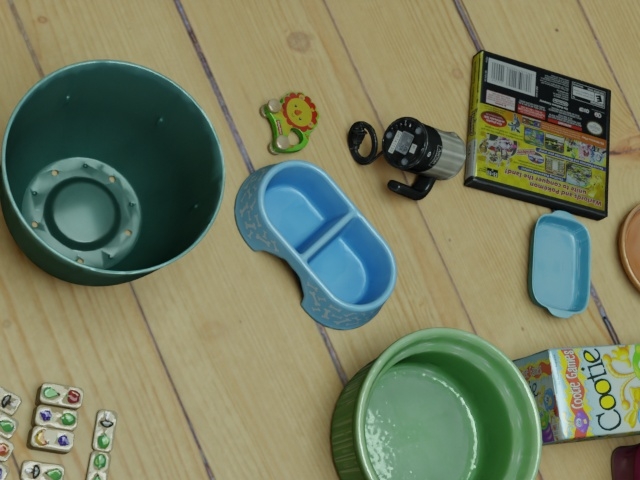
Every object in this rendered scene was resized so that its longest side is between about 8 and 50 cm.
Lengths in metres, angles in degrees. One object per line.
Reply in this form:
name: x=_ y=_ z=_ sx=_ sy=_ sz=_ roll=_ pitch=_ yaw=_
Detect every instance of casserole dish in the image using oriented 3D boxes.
casserole dish: x=0.401 y=0.043 z=2.001 sx=0.114 sy=0.037 sz=0.188 roll=13 pitch=69 yaw=-19

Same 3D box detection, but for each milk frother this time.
milk frother: x=0.137 y=-0.150 z=1.919 sx=0.143 sy=0.129 sz=0.134 roll=50 pitch=21 yaw=28

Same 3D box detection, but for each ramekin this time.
ramekin: x=0.163 y=0.292 z=1.764 sx=0.303 sy=0.148 sz=0.303 roll=6 pitch=72 yaw=-21

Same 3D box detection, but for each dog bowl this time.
dog bowl: x=0.000 y=0.000 z=1.823 sx=0.166 sy=0.074 sz=0.297 roll=-42 pitch=93 yaw=-27

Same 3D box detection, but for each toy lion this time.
toy lion: x=-0.043 y=-0.189 z=1.887 sx=0.096 sy=0.034 sz=0.100 roll=-5 pitch=77 yaw=-32

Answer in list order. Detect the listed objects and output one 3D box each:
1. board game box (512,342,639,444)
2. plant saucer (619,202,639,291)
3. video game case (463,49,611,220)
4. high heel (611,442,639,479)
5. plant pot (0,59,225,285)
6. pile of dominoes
board game box: x=0.458 y=0.247 z=1.904 sx=0.275 sy=0.144 sz=0.142 roll=-1 pitch=76 yaw=-23
plant saucer: x=0.610 y=0.024 z=2.094 sx=0.200 sy=0.037 sz=0.200 roll=6 pitch=72 yaw=-20
video game case: x=0.383 y=-0.182 z=2.061 sx=0.274 sy=0.035 sz=0.248 roll=13 pitch=70 yaw=-20
high heel: x=0.557 y=0.494 z=1.852 sx=0.127 sy=0.181 sz=0.377 roll=-8 pitch=78 yaw=-25
plant pot: x=-0.306 y=-0.068 z=1.623 sx=0.293 sy=0.235 sz=0.293 roll=7 pitch=72 yaw=-22
pile of dominoes: x=-0.381 y=0.318 z=1.587 sx=0.196 sy=0.040 sz=0.251 roll=13 pitch=70 yaw=-19
